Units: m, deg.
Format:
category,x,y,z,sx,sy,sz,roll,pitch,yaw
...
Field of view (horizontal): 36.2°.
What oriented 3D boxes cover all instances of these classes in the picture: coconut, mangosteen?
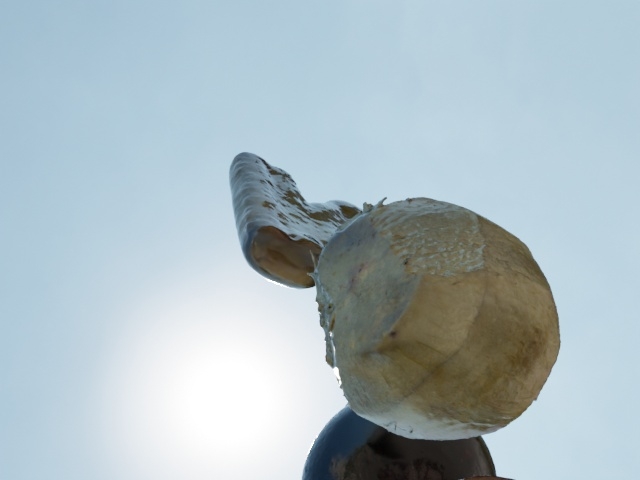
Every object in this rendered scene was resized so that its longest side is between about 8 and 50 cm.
category,x,y,z,sx,sy,sz,roll,pitch,yaw
coconut,0.095,0.066,0.758,0.194,0.194,0.194,7,-100,-42
mangosteen,0.106,0.375,1.465,0.296,0.313,0.297,10,-115,-21

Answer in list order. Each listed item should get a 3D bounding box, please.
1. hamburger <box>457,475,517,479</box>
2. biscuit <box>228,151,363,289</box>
category,x,y,z,sx,sy,sz,roll,pitch,yaw
hamburger,0.098,0.251,0.570,0.236,0.147,0.237,12,-109,-39
biscuit,0.000,0.000,1.163,0.236,0.291,0.062,25,-71,-20
